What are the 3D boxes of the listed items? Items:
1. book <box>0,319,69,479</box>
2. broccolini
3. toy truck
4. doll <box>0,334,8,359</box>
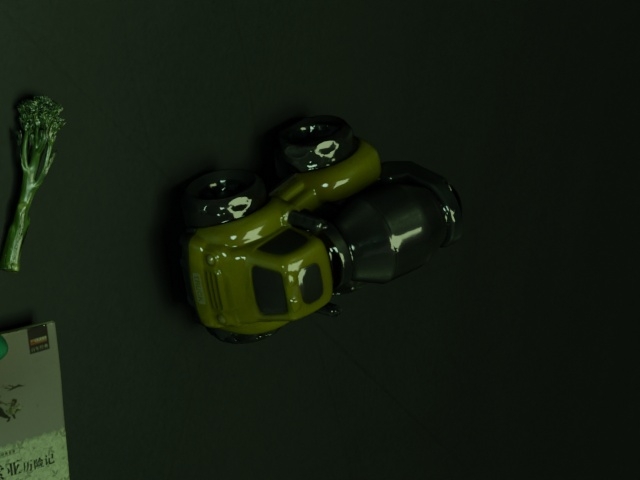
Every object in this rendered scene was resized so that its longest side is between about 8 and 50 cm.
[{"bbox_3d":[-0.252,0.159,1.526,0.127,0.014,0.182,-14,108,-36],"label":"book"},{"bbox_3d":[-0.226,-0.043,1.507,0.035,0.030,0.140,11,98,-40],"label":"broccolini"},{"bbox_3d":[0.000,0.000,1.656,0.224,0.165,0.147,-30,123,-38],"label":"toy truck"},{"bbox_3d":[-0.329,0.055,1.333,0.195,0.153,0.258,-51,141,-16],"label":"doll"}]
